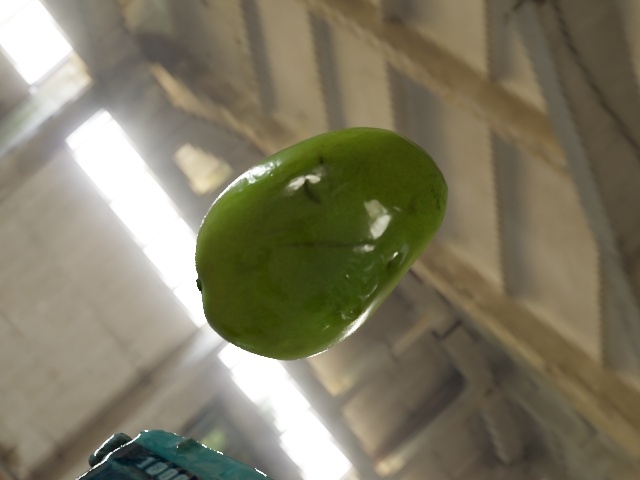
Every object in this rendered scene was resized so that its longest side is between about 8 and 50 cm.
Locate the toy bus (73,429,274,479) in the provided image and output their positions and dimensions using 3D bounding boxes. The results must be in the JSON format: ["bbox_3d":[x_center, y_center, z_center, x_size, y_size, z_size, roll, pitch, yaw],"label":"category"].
[{"bbox_3d":[-0.044,0.197,0.617,0.128,0.147,0.256,25,-40,33],"label":"toy bus"}]

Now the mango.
[{"bbox_3d":[-0.006,-0.003,0.996,0.117,0.163,0.089,37,7,-17],"label":"mango"}]
